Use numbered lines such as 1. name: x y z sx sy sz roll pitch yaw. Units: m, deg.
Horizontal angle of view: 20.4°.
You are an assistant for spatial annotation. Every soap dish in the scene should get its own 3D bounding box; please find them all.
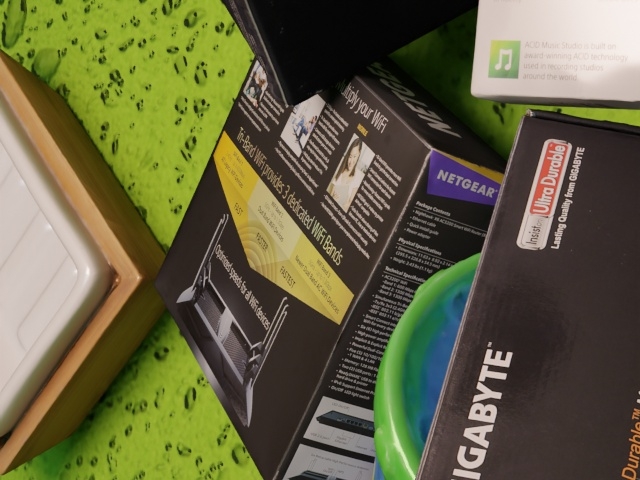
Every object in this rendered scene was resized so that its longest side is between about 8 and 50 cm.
1. soap dish: -0.253 0.014 1.489 0.229 0.118 0.291 -53 54 24

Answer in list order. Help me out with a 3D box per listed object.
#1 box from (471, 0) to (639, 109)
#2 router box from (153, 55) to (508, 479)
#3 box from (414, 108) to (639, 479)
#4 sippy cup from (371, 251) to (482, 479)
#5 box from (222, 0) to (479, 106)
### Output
1. box: 0.195 -0.227 0.918 0.232 0.058 0.322 8 95 44
2. router box: 0.000 0.000 1.216 0.243 0.081 0.309 -65 27 15
3. box: 0.215 0.075 0.900 0.293 0.073 0.295 12 50 12
4. sippy cup: 0.125 0.158 1.043 0.240 0.305 0.224 47 146 22
5. box: 0.023 -0.300 1.152 0.296 0.183 0.294 -29 60 -3
